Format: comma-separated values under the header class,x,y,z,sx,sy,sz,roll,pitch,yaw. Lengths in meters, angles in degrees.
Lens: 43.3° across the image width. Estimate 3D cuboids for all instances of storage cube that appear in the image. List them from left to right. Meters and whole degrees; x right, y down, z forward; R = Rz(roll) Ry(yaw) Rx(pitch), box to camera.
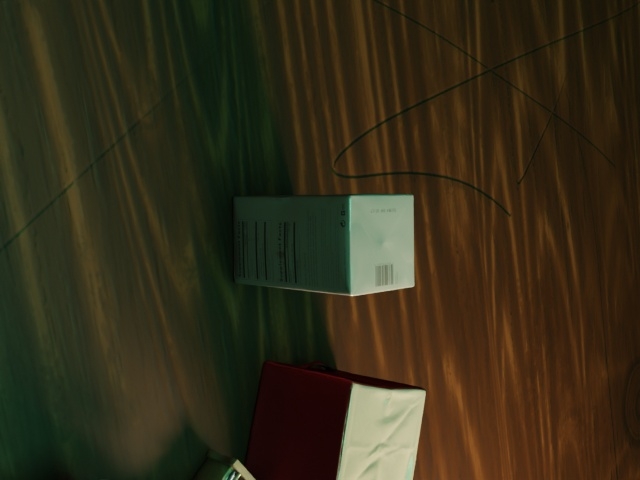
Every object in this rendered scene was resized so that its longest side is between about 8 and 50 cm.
class,x,y,z,sx,sy,sz,roll,pitch,yaw
storage cube,0.024,0.302,1.251,0.184,0.193,0.215,16,80,-45

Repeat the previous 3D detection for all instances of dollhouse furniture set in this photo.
class,x,y,z,sx,sy,sz,roll,pitch,yaw
dollhouse furniture set,-0.103,0.404,1.134,0.129,0.184,0.129,-53,126,-29

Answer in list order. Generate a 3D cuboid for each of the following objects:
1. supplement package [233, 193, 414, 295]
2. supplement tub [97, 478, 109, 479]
class,x,y,z,sx,sy,sz,roll,pitch,yaw
supplement package,0.000,0.000,1.170,0.139,0.244,0.133,-4,95,-44
supplement tub,-0.306,0.449,0.902,0.316,0.228,0.228,-41,120,-36
